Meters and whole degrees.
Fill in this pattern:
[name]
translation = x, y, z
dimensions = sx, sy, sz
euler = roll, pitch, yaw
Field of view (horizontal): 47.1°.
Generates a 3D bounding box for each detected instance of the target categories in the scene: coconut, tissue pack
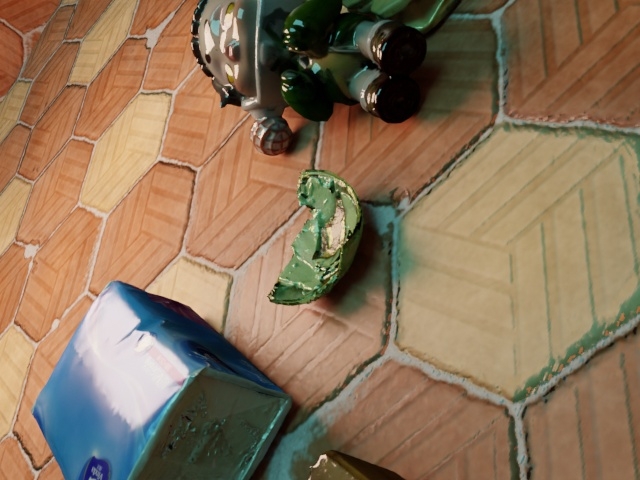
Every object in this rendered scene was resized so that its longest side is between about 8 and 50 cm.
[coconut]
translation = 0.001, 0.003, 0.784
dimensions = 0.133, 0.055, 0.158
euler = 11, 75, 49
[tissue pack]
translation = -0.182, 0.180, 0.791
dimensions = 0.263, 0.146, 0.198
euler = 27, 87, 52

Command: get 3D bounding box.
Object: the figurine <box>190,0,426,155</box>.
[figurine]
translation = -0.028, -0.237, 0.902
dimensions = 0.370, 0.167, 0.281
euler = 28, 125, 43

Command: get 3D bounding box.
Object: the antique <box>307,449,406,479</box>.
[antique]
translation = -0.016, 0.322, 0.552
dimensions = 0.087, 0.093, 0.309
euler = 21, 81, 52

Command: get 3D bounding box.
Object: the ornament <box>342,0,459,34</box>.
[ornament]
translation = 0.112, -0.343, 0.902
dimensions = 0.180, 0.059, 0.201
euler = -49, 36, 6
